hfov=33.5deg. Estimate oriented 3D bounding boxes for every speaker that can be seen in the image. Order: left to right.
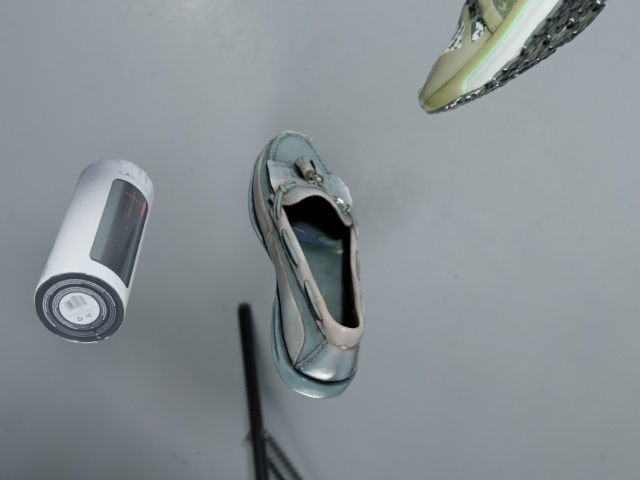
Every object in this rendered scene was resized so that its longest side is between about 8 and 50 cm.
[{"bbox_3d":[-0.142,0.003,0.683,0.055,0.136,0.055,0,124,1],"label":"speaker"}]

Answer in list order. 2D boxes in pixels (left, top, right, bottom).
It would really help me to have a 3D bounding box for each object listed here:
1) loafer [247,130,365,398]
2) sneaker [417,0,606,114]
[{"bbox_3d":[0.000,0.000,0.894,0.096,0.267,0.084,8,139,-21],"label":"loafer"},{"bbox_3d":[0.179,-0.285,0.882,0.182,0.158,0.410,45,127,15],"label":"sneaker"}]
